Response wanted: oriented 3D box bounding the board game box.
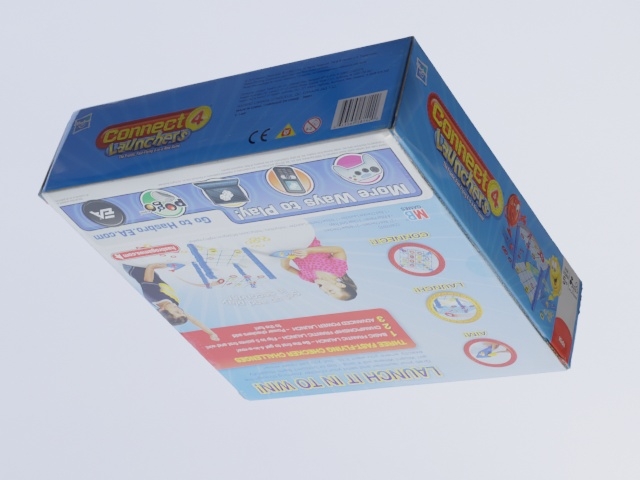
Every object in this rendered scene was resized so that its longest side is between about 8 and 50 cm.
[{"bbox_3d":[0.000,0.000,1.254,0.308,0.302,0.086,-8,-129,31],"label":"board game box"}]
